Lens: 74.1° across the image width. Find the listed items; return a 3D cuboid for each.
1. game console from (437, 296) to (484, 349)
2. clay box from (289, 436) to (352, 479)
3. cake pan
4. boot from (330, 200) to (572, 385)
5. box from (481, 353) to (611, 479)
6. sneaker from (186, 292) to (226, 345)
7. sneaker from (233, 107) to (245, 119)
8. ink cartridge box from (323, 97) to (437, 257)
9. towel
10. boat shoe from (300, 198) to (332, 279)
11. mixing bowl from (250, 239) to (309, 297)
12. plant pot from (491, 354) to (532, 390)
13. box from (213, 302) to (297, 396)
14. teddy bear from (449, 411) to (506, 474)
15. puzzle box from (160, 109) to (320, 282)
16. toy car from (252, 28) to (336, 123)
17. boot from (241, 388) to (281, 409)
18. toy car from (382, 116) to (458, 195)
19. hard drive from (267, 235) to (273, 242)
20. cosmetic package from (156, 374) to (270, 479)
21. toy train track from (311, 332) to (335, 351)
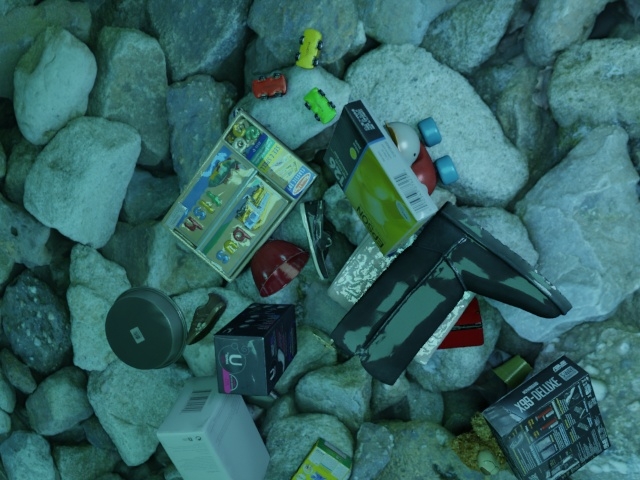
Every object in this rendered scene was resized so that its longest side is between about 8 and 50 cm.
[{"bbox_3d":[0.372,0.231,1.181,0.144,0.085,0.124,-9,66,14],"label":"game console"},{"bbox_3d":[-0.011,0.747,1.339,0.127,0.053,0.222,33,106,6],"label":"clay box"},{"bbox_3d":[-0.585,0.299,1.397,0.293,0.054,0.293,2,100,13],"label":"cake pan"},{"bbox_3d":[0.287,0.185,1.017,0.367,0.146,0.445,44,100,23],"label":"boot"},{"bbox_3d":[0.550,0.456,1.019,0.242,0.076,0.307,-34,117,-2],"label":"box"},{"bbox_3d":[-0.372,0.247,1.342,0.071,0.066,0.188,45,101,20],"label":"sneaker"},{"bbox_3d":[-0.235,-0.291,1.210,0.071,0.068,0.169,0,96,26],"label":"sneaker"},{"bbox_3d":[0.114,-0.120,1.009,0.072,0.307,0.303,-26,75,-22],"label":"ink cartridge box"},{"bbox_3d":[0.228,0.119,1.144,0.332,0.053,0.317,36,102,15],"label":"towel"},{"bbox_3d":[0.000,0.000,1.195,0.079,0.084,0.233,-12,101,-4],"label":"boat shoe"},{"bbox_3d":[-0.129,0.063,1.196,0.098,0.181,0.181,46,107,16],"label":"mixing bowl"},{"bbox_3d":[0.521,0.352,1.139,0.079,0.083,0.083,-45,88,4],"label":"plant pot"},{"bbox_3d":[-0.172,0.293,1.185,0.144,0.270,0.165,-1,99,13],"label":"box"},{"bbox_3d":[0.509,0.508,1.120,0.338,0.113,0.245,-33,127,8],"label":"teddy bear"},{"bbox_3d":[-0.229,-0.112,1.181,0.272,0.052,0.409,40,105,-1],"label":"puzzle box"},{"bbox_3d":[-0.038,-0.409,1.147,0.239,0.053,0.225,-39,90,17],"label":"toy car"},{"bbox_3d":[-0.235,0.510,1.344,0.137,0.077,0.198,45,107,-3],"label":"boot"},{"bbox_3d":[0.193,-0.198,1.020,0.219,0.238,0.210,-23,80,16],"label":"toy car"},{"bbox_3d":[-0.279,-0.050,1.264,0.255,0.054,0.171,-10,97,15],"label":"hard drive"},{"bbox_3d":[-0.296,0.612,1.250,0.156,0.217,0.384,-9,113,14],"label":"cosmetic package"},{"bbox_3d":[0.009,0.308,1.279,0.083,0.014,0.048,35,105,6],"label":"toy train track"}]
